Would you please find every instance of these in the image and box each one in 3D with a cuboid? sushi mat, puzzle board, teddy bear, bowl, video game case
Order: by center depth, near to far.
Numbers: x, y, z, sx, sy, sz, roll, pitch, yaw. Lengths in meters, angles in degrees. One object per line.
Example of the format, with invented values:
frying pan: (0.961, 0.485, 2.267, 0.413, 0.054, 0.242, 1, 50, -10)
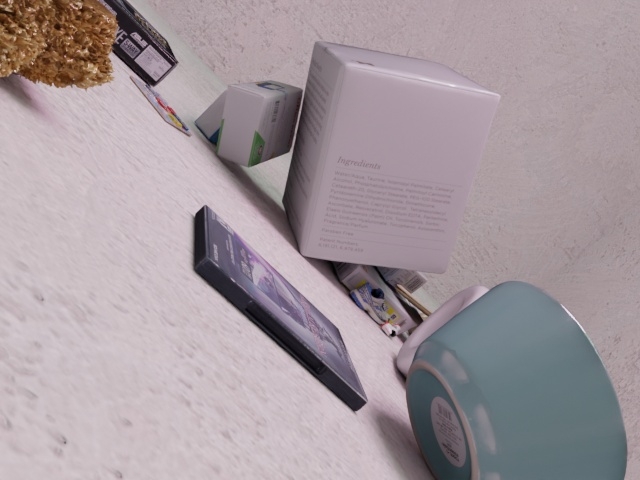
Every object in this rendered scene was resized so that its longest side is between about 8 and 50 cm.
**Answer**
teddy bear: (-0.341, -0.230, 0.634, 0.245, 0.113, 0.338, 41, 14, 5)
video game case: (-0.055, 0.081, 0.883, 0.274, 0.026, 0.196, 44, 8, -21)
bowl: (0.221, 0.221, 0.899, 0.311, 0.163, 0.312, 168, -90, -73)
puzzle board: (-0.304, -0.259, 1.328, 0.128, 0.011, 0.096, 49, 7, 19)
sushi mat: (0.307, 0.212, 1.596, 0.316, 0.019, 0.151, 39, 1, 38)

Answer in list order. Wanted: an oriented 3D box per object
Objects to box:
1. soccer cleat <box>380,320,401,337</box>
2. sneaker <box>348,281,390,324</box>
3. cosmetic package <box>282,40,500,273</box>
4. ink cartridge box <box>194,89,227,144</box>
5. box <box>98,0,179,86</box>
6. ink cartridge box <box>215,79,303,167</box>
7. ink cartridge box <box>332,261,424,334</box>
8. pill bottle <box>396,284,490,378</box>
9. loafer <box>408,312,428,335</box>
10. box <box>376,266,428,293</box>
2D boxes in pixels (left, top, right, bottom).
soccer cleat: (0.159, 0.200, 1.524, 0.083, 0.029, 0.036, 30, 27, -58)
sneaker: (0.122, 0.138, 1.512, 0.135, 0.058, 0.052, 42, 8, -41)
cosmetic package: (0.125, -0.184, 1.486, 0.327, 0.394, 0.329, 8, 22, -13)
ink cartridge box: (-0.201, -0.263, 1.600, 0.061, 0.104, 0.181, 49, 6, 17)
box: (-0.441, -0.475, 1.431, 0.307, 0.076, 0.242, 43, 8, -30)
ink cartridge box: (-0.128, -0.258, 1.501, 0.093, 0.154, 0.212, 21, 22, 17)
ink cartridge box: (0.125, 0.092, 1.702, 0.307, 0.072, 0.304, 48, 9, -30)
pill bottle: (0.354, 0.301, 1.292, 0.408, 0.229, 0.229, 48, 7, 0)
loafer: (0.339, 0.298, 1.809, 0.268, 0.102, 0.092, 36, 10, -13)
box: (0.179, 0.051, 1.691, 0.126, 0.072, 0.137, 38, 17, -52)
